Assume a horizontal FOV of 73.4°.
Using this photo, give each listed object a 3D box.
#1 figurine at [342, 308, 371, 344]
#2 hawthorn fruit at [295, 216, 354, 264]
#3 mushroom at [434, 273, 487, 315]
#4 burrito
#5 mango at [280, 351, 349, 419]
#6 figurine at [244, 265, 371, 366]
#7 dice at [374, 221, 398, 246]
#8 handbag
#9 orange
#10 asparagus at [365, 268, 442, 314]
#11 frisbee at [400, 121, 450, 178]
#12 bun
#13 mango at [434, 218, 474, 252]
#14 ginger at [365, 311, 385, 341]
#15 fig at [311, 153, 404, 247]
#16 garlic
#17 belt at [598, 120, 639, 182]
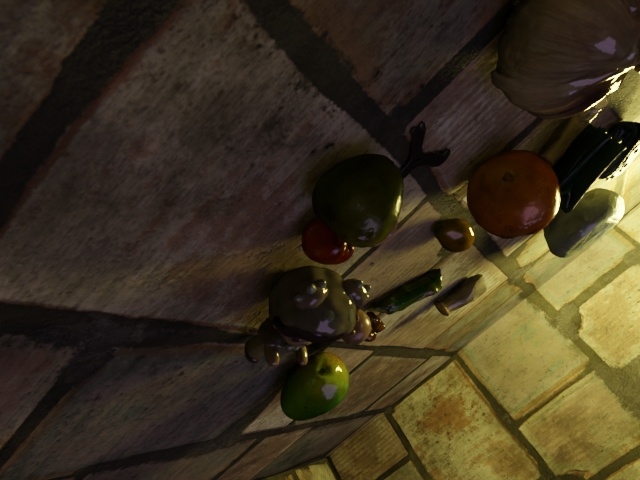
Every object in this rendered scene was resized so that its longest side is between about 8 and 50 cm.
[{"bbox_3d":[0.111,0.291,1.457,0.125,0.125,0.138,-35,161,0],"label":"figurine"},{"bbox_3d":[0.011,-0.007,0.968,0.125,0.140,0.125,-57,159,-35],"label":"hawthorn fruit"},{"bbox_3d":[0.626,0.244,1.901,0.246,0.096,0.108,-36,174,6],"label":"mushroom"},{"bbox_3d":[0.728,-0.314,1.274,0.226,0.060,0.087,-59,-174,32],"label":"burrito"},{"bbox_3d":[-0.026,0.549,1.586,0.225,0.201,0.382,-20,149,-41],"label":"mango"},{"bbox_3d":[-0.057,0.201,1.116,0.248,0.203,0.380,9,139,-41],"label":"figurine"},{"bbox_3d":[0.125,-0.046,1.036,0.093,0.091,0.094,-23,146,-19],"label":"dice"},{"bbox_3d":[0.762,-0.228,1.286,0.239,0.089,0.326,-59,171,27],"label":"handbag"},{"bbox_3d":[0.523,-0.125,1.177,0.239,0.240,0.240,-24,147,-17],"label":"orange"},{"bbox_3d":[0.320,0.200,1.564,0.342,0.085,0.082,-25,171,-21],"label":"asparagus"},{"bbox_3d":[0.227,-0.202,1.003,0.210,0.012,0.188,-27,147,-13],"label":"frisbee"},{"bbox_3d":[1.086,-0.084,1.804,0.354,0.194,0.355,-26,150,-16],"label":"bun"},{"bbox_3d":[0.429,-0.020,1.366,0.111,0.090,0.163,-39,140,9],"label":"mango"},{"bbox_3d":[0.175,0.316,1.591,0.103,0.073,0.162,-47,143,-6],"label":"ginger"},{"bbox_3d":[0.085,-0.085,0.866,0.191,0.181,0.181,-56,147,-1],"label":"fig"},{"bbox_3d":[0.504,-0.387,0.840,0.321,0.241,0.322,-21,166,-5],"label":"garlic"},{"bbox_3d":[1.043,-0.319,1.520,0.128,0.122,0.218,-9,133,-33],"label":"belt"}]
